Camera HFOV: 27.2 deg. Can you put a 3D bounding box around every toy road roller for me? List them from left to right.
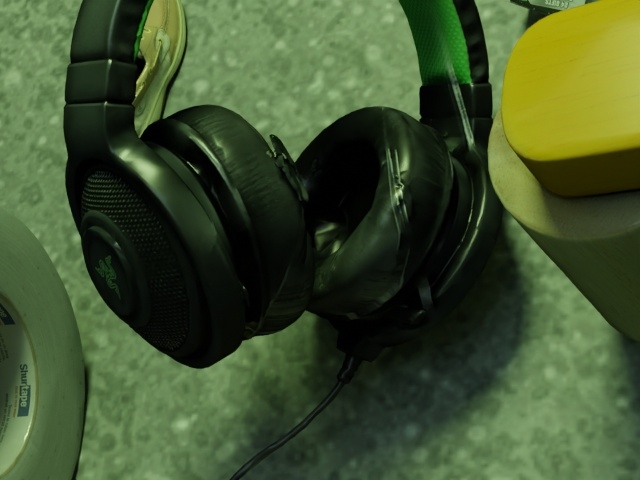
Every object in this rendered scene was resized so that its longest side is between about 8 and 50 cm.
[{"bbox_3d":[0.255,-0.099,0.611,0.329,0.202,0.241,-12,57,29],"label":"toy road roller"}]

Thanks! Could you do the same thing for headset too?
[{"bbox_3d":[0.000,0.000,0.691,0.185,0.243,0.394,8,99,56],"label":"headset"}]

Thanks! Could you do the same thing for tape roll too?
[{"bbox_3d":[-0.224,0.084,0.759,0.072,0.219,0.219,-6,63,22],"label":"tape roll"}]

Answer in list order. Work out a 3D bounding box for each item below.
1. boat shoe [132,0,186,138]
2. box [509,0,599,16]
[{"bbox_3d":[-0.129,-0.127,0.923,0.050,0.045,0.135,-4,64,24],"label":"boat shoe"},{"bbox_3d":[0.183,-0.164,0.773,0.137,0.027,0.094,29,116,34],"label":"box"}]
